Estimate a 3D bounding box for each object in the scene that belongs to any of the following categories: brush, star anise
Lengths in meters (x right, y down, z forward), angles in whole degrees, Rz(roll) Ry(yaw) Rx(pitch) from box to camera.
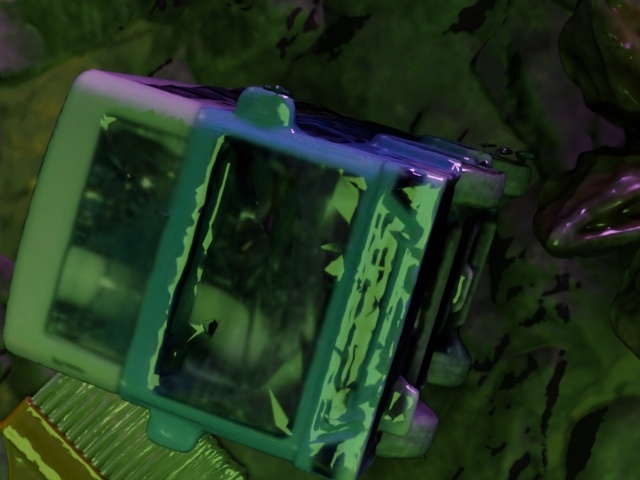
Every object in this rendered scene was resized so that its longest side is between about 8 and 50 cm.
[{"bbox_3d":[-0.164,0.167,0.719,0.272,0.013,0.103,-43,90,8],"label":"brush"},{"bbox_3d":[0.189,-0.041,0.624,0.262,0.081,0.230,-13,95,-23],"label":"star anise"}]

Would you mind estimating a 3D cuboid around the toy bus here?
[{"bbox_3d":[0.000,0.000,0.546,0.131,0.297,0.106,18,97,10],"label":"toy bus"}]
